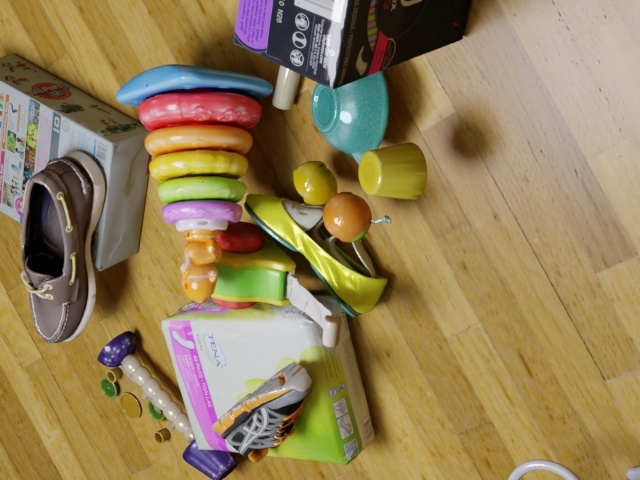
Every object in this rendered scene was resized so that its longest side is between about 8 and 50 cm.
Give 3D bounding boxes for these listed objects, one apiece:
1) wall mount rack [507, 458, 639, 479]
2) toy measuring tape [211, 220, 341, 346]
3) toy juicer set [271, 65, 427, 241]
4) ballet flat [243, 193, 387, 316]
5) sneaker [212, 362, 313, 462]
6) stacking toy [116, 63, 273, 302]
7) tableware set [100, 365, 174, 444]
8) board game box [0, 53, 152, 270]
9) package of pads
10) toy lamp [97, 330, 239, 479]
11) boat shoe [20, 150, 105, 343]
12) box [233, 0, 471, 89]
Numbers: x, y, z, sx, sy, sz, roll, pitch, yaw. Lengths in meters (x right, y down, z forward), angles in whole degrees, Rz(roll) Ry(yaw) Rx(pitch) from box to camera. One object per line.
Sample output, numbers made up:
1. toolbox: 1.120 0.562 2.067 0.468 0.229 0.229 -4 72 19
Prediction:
1. wall mount rack: 0.315 0.418 1.655 0.304 0.130 0.350 -20 96 39
2. toy measuring tape: -0.089 0.059 1.746 0.330 0.121 0.121 -137 43 -55
3. toy juicer set: 0.027 -0.148 1.662 0.209 0.090 0.329 -57 46 48
4. ballet flat: 0.000 0.000 1.762 0.231 0.077 0.077 45 109 10
5. sneaker: -0.063 0.233 1.770 0.083 0.084 0.215 51 141 2
6. stacking toy: -0.156 -0.069 1.718 0.175 0.166 0.301 -10 80 46
7. tableware set: -0.298 0.265 2.140 0.154 0.024 0.104 45 131 14
8. board game box: -0.405 -0.122 2.008 0.303 0.097 0.224 29 124 25
9. package of pads: -0.077 0.189 1.879 0.297 0.101 0.229 -2 109 38
10. toy lamp: -0.233 0.259 2.050 0.274 0.080 0.080 46 131 14
11. boat shoe: -0.392 0.025 1.935 0.117 0.097 0.324 31 126 23
12. box: 0.050 -0.290 1.448 0.143 0.270 0.165 28 124 27
